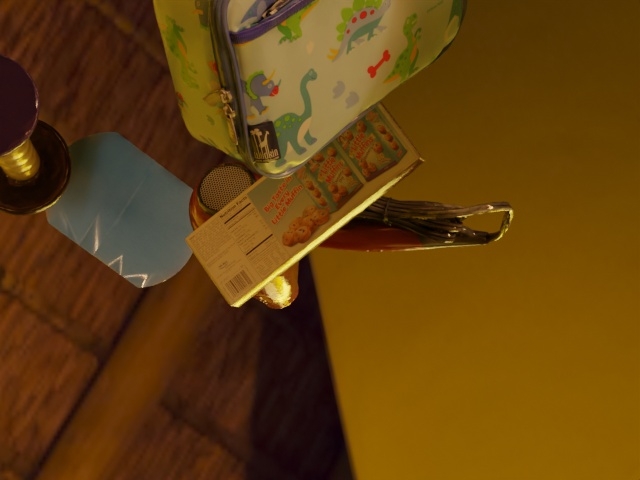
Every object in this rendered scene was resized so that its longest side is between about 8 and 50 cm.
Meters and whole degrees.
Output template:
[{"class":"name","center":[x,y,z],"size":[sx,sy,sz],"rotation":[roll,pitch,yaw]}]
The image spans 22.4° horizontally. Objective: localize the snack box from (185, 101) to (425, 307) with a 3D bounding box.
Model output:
[{"class":"snack box","center":[-0.012,-0.029,1.187],"size":[0.178,0.064,0.022],"rotation":[-38,-15,9]}]

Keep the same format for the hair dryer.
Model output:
[{"class":"hair dryer","center":[0.000,0.000,1.332],"size":[0.224,0.080,0.293],"rotation":[28,-27,-17]}]

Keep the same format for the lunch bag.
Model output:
[{"class":"lunch bag","center":[-0.002,-0.160,1.056],"size":[0.219,0.090,0.176],"rotation":[-36,-41,-27]}]

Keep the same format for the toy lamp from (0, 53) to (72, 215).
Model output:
[{"class":"toy lamp","center":[-0.224,-0.068,1.155],"size":[0.080,0.080,0.274],"rotation":[-8,-9,-4]}]

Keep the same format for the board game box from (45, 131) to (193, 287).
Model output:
[{"class":"board game box","center":[-0.206,-0.029,1.651],"size":[0.169,0.133,0.033],"rotation":[37,-34,-14]}]
